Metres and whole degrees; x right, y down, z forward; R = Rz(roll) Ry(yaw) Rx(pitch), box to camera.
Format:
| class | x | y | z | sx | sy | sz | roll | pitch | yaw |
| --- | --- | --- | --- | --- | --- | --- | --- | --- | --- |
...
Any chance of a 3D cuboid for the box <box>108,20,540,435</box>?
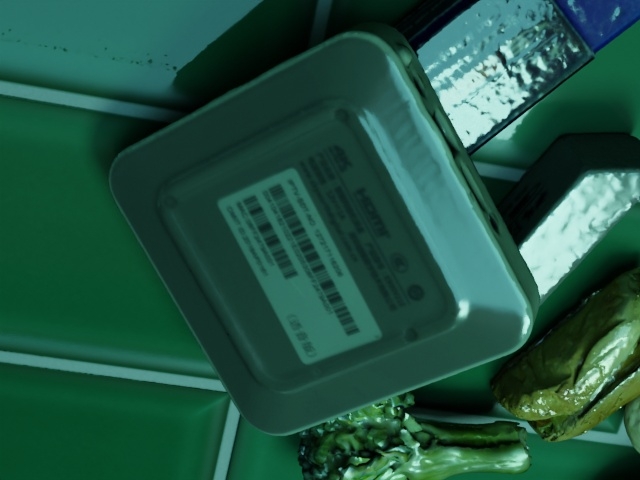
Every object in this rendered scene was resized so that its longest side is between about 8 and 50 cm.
| class | x | y | z | sx | sy | sz | roll | pitch | yaw |
| --- | --- | --- | --- | --- | --- | --- | --- | --- | --- |
| box | 0.000 | 0.000 | 1.350 | 0.373 | 0.090 | 0.367 | -25 | 102 | 28 |

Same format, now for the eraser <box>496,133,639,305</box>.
| class | x | y | z | sx | sy | sz | roll | pitch | yaw |
| --- | --- | --- | --- | --- | --- | --- | --- | --- | --- |
| eraser | 0.228 | 0.011 | 1.462 | 0.077 | 0.111 | 0.352 | 35 | 108 | -18 |

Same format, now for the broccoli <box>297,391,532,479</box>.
| class | x | y | z | sx | sy | sz | roll | pitch | yaw |
| --- | --- | --- | --- | --- | --- | --- | --- | --- | --- |
| broccoli | 0.104 | 0.223 | 1.517 | 0.274 | 0.177 | 0.199 | -17 | 121 | 1 |

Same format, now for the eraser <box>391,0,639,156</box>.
| class | x | y | z | sx | sy | sz | roll | pitch | yaw |
| --- | --- | --- | --- | --- | --- | --- | --- | --- | --- |
| eraser | 0.193 | -0.214 | 1.352 | 0.332 | 0.101 | 0.155 | -38 | 113 | 13 |

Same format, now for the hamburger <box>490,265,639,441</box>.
| class | x | y | z | sx | sy | sz | roll | pitch | yaw |
| --- | --- | --- | --- | --- | --- | --- | --- | --- | --- |
| hamburger | 0.337 | 0.151 | 1.532 | 0.124 | 0.131 | 0.262 | 37 | 112 | -21 |

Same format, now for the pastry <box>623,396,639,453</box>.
| class | x | y | z | sx | sy | sz | roll | pitch | yaw |
| --- | --- | --- | --- | --- | --- | --- | --- | --- | --- |
| pastry | 0.449 | 0.210 | 1.573 | 0.156 | 0.092 | 0.156 | -18 | 144 | -14 |
